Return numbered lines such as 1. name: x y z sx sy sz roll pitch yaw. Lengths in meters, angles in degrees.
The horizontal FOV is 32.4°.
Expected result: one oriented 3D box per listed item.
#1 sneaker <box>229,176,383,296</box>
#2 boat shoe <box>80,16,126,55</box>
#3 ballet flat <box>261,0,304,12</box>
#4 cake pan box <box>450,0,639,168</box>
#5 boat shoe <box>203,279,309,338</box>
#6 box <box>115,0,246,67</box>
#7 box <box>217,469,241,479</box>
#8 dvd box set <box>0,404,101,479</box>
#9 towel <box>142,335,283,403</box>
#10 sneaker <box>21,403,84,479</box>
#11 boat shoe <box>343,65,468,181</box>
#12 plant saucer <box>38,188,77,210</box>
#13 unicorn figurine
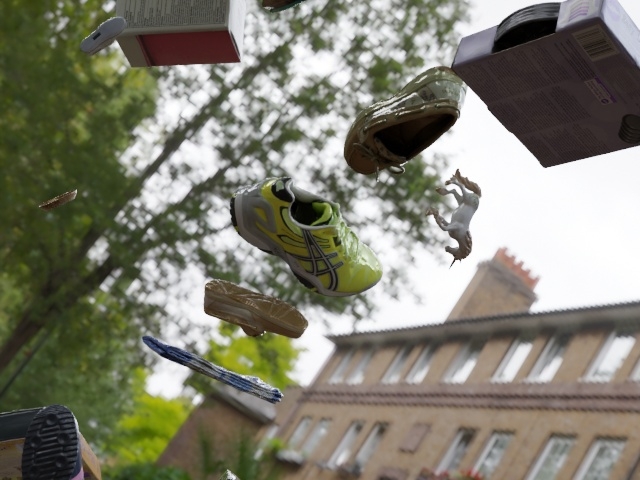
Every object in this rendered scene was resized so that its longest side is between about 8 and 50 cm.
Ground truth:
1. sneaker: 0.000 0.000 2.185 0.147 0.145 0.384 -22 -38 40
2. boat shoe: -0.403 -0.381 2.070 0.035 0.100 0.035 54 4 22
3. ballet flat: -0.002 -0.419 1.629 0.342 0.116 0.124 10 -45 60
4. cake pan box: 0.353 -0.221 1.555 0.245 0.070 0.267 -16 -45 43
5. boat shoe: -0.099 0.113 1.648 0.170 0.063 0.059 22 -66 16
6. box: -0.273 -0.437 2.169 0.232 0.149 0.127 -1 -23 8
7. box: -0.260 0.610 2.231 0.076 0.307 0.242 42 -9 0
8. dvd box set: -0.654 0.462 2.338 0.307 0.062 0.420 -9 -26 -4
9. towel: -0.232 0.271 2.350 0.285 0.034 0.209 26 -6 -20
10. sneaker: -0.493 0.471 2.067 0.112 0.319 0.131 -2 -13 1
11. boat shoe: 0.126 -0.175 1.778 0.104 0.089 0.285 23 -36 -21
12. plant saucer: -0.519 -0.078 2.189 0.083 0.083 0.015 -3 -66 60
13. unicorn figurine: 0.239 -0.036 1.940 0.111 0.162 0.060 31 0 -22
